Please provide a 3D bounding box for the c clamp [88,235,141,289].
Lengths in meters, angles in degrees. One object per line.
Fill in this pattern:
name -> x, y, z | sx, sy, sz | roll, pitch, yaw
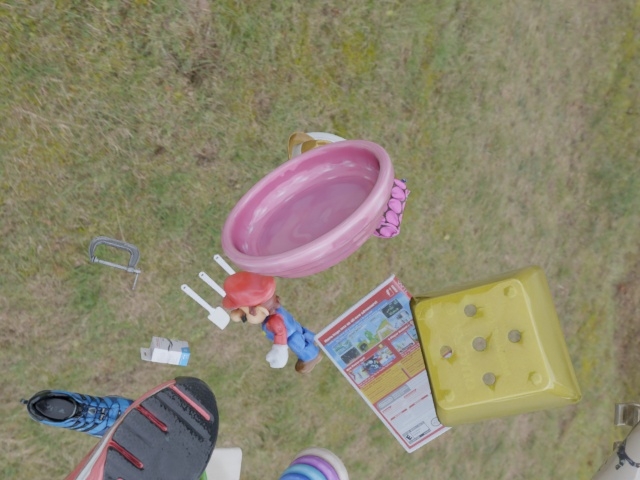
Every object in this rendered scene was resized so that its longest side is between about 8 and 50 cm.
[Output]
c clamp -> -0.573, 0.052, 1.712 | 0.160, 0.137, 0.022 | 22, 140, -12

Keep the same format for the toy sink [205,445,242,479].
toy sink -> -0.335, 0.575, 1.543 | 0.234, 0.131, 0.153 | 7, 91, -26

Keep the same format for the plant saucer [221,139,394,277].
plant saucer -> -0.016, -0.050, 1.091 | 0.332, 0.332, 0.084 | -40, 123, -13

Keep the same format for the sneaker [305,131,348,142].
sneaker -> 0.048, -0.261, 2.085 | 0.135, 0.366, 0.150 | 79, 31, -53

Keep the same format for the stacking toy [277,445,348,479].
stacking toy -> -0.065, 0.546, 1.236 | 0.330, 0.141, 0.141 | -16, 127, -64

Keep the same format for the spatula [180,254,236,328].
spatula -> -0.285, 0.142, 1.761 | 0.168, 0.019, 0.242 | -43, 138, -7

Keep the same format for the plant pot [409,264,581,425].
plant pot -> 0.235, 0.148, 0.866 | 0.212, 0.212, 0.187 | -16, 165, 16

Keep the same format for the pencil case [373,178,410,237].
pencil case -> 0.223, -0.101, 1.949 | 0.098, 0.095, 0.209 | 28, 54, -14

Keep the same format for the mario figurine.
mario figurine -> -0.143, 0.210, 1.559 | 0.320, 0.198, 0.170 | 50, 65, -26

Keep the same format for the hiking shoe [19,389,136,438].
hiking shoe -> -0.599, 0.448, 1.571 | 0.304, 0.132, 0.113 | 8, 75, -12

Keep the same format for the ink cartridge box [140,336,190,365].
ink cartridge box -> -0.289, 0.205, 1.143 | 0.083, 0.048, 0.028 | 13, 104, -23

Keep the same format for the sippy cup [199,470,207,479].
sippy cup -> -0.333, 0.503, 1.117 | 0.240, 0.305, 0.224 | -18, 88, -7

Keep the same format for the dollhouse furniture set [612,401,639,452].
dollhouse furniture set -> 0.708, 0.340, 1.173 | 0.161, 0.212, 0.242 | 8, 85, -35

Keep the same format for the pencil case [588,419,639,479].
pencil case -> 0.485, 0.391, 0.886 | 0.410, 0.183, 0.160 | -39, 149, -20

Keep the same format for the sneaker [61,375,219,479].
sneaker -> -0.240, 0.267, 0.659 | 0.116, 0.136, 0.314 | 56, 50, -21

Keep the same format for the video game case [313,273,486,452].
video game case -> 0.149, 0.231, 1.130 | 0.204, 0.285, 0.025 | -41, 178, 23

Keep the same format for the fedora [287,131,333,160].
fedora -> 0.004, -0.193, 1.504 | 0.079, 0.194, 0.194 | -25, 146, 34
